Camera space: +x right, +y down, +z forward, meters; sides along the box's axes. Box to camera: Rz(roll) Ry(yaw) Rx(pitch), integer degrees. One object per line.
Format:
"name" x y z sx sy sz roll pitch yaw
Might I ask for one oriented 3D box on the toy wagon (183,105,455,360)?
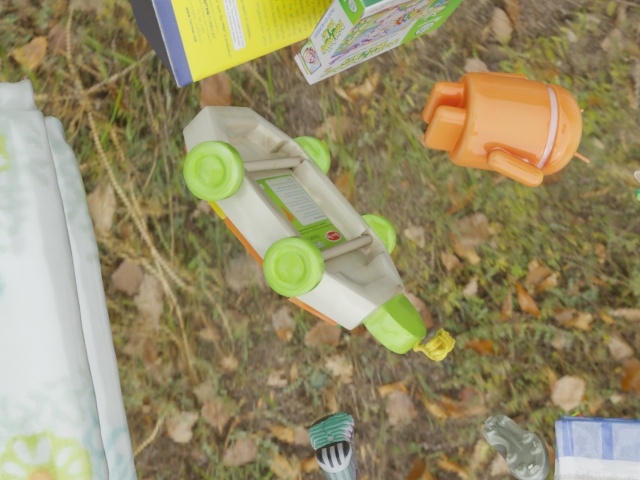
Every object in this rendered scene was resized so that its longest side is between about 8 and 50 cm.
"toy wagon" 0.000 0.000 1.057 0.068 0.267 0.344 -42 81 19

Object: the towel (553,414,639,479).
"towel" 0.414 0.382 1.382 0.209 0.034 0.285 -1 82 27

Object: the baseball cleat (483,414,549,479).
"baseball cleat" 0.332 0.345 1.641 0.072 0.206 0.109 -43 108 3

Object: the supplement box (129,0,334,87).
"supplement box" -0.106 -0.415 1.553 0.356 0.194 0.195 -24 136 -13

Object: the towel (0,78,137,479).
"towel" -0.253 0.127 0.499 0.320 0.090 0.374 -11 87 4

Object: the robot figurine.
"robot figurine" 0.248 -0.151 1.356 0.219 0.158 0.128 6 106 -9

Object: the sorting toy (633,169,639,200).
"sorting toy" 0.523 -0.085 1.633 0.083 0.062 0.012 -12 149 -30

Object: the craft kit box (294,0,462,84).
"craft kit box" 0.108 -0.331 1.443 0.250 0.246 0.061 -28 88 -22

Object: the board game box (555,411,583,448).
"board game box" 0.421 0.354 1.533 0.043 0.181 0.092 -27 141 -10

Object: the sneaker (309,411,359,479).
"sneaker" 0.029 0.383 1.826 0.083 0.223 0.098 -16 101 6
